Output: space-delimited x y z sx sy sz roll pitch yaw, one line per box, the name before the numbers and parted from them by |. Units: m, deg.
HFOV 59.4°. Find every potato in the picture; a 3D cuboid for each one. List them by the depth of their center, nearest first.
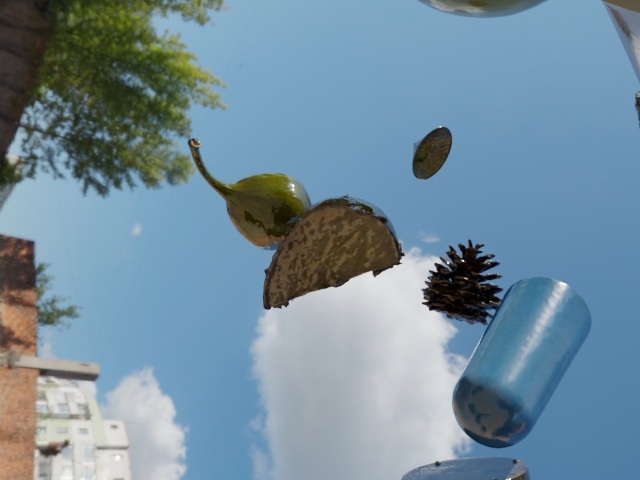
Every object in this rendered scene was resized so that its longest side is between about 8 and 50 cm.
potato | 0.000 0.000 0.649 0.172 0.101 0.089 -23 -157 13

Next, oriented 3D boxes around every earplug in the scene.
earplug | 0.272 0.173 0.777 0.132 0.273 0.132 21 -51 29

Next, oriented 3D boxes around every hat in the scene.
hat | 0.263 -0.234 1.430 0.067 0.146 0.146 38 -71 37

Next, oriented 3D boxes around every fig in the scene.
fig | -0.110 -0.067 0.819 0.124 0.236 0.124 -24 -129 33

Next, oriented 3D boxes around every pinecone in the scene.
pinecone | 0.293 0.082 1.133 0.163 0.163 0.165 13 -94 55

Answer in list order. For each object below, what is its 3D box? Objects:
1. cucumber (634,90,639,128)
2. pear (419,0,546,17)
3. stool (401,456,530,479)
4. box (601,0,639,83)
cucumber | 0.715 -0.173 1.169 0.067 0.067 0.294 2 -59 54
pear | 0.218 -0.393 0.654 0.253 0.307 0.253 158 -90 -79
stool | 0.218 0.447 0.761 0.179 0.179 0.264 -22 -108 48
box | 0.375 -0.118 0.440 0.106 0.200 0.299 -36 -150 16
